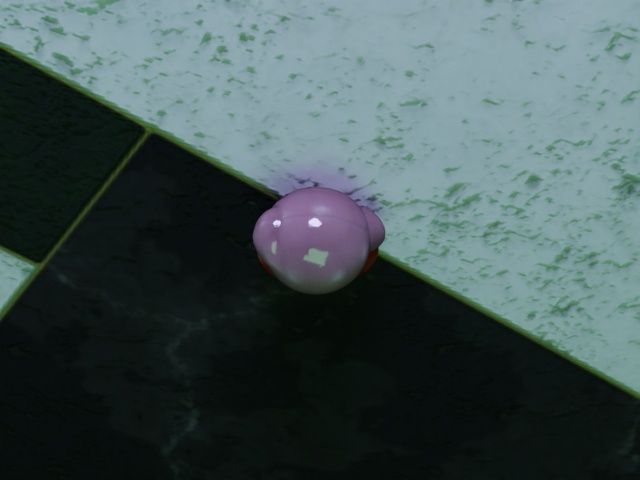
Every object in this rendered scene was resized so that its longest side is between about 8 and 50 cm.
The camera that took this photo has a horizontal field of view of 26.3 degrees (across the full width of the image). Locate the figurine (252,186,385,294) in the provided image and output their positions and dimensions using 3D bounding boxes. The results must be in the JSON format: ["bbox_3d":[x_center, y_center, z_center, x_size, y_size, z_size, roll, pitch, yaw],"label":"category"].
[{"bbox_3d":[0.000,0.000,0.848,0.083,0.067,0.071,-11,154,-6],"label":"figurine"}]
